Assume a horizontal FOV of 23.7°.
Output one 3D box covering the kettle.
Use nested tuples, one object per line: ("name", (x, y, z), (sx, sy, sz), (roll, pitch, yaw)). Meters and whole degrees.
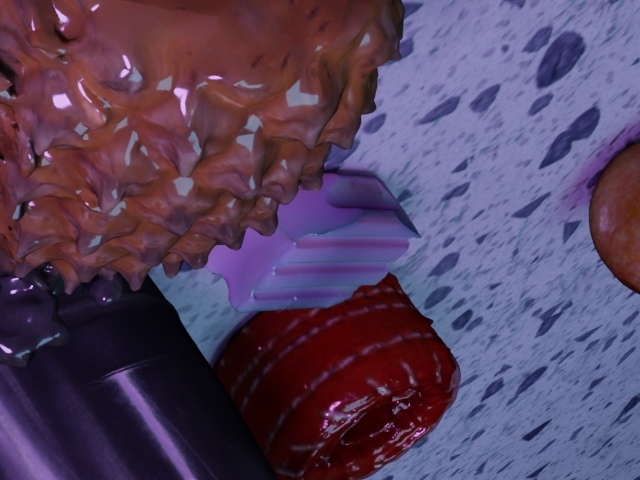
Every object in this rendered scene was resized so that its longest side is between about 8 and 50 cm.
("kettle", (-0.139, 0.226, 0.982), (0.228, 0.324, 0.321), (-14, 147, -42))

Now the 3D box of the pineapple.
("pineapple", (-0.122, -0.048, 0.701), (0.222, 0.223, 0.357), (-17, 160, -39))

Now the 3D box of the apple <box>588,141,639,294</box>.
("apple", (0.320, -0.024, 1.402), (0.146, 0.146, 0.131), (-20, 152, -34))

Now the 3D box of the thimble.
("thimble", (0.016, 0.113, 1.246), (0.189, 0.125, 0.163), (-20, 148, -34))

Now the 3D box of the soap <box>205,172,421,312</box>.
("soap", (0.000, 0.000, 1.103), (0.149, 0.056, 0.100), (-1, 139, -53))
